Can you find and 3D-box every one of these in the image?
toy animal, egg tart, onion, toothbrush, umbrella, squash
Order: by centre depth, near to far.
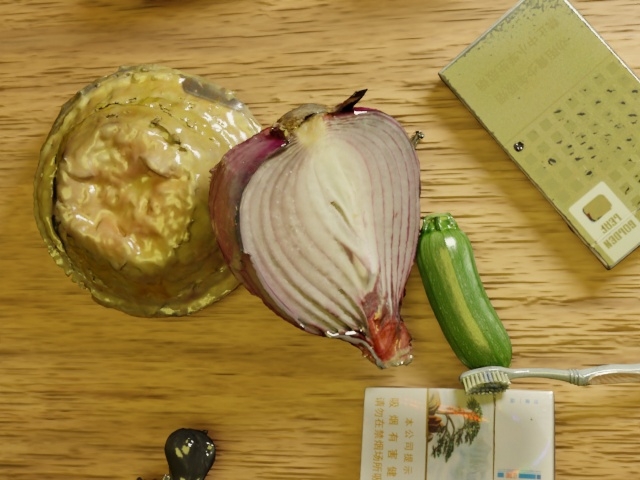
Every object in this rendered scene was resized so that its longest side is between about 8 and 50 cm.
[{"bbox_3d":[0.354,0.160,1.198,0.375,0.037,0.028,-4,120,0],"label":"toothbrush"},{"bbox_3d":[0.000,0.000,1.236,0.267,0.159,0.349,-25,111,-21],"label":"onion"},{"bbox_3d":[0.175,0.069,1.244,0.077,0.068,0.219,-21,85,18],"label":"squash"},{"bbox_3d":[-0.180,0.423,1.279,0.168,0.106,0.343,-24,72,31],"label":"toy animal"},{"bbox_3d":[0.108,-0.106,1.289,0.031,0.020,0.083,33,97,50],"label":"umbrella"},{"bbox_3d":[-0.228,-0.066,1.297,0.352,0.150,0.352,1,93,13],"label":"egg tart"}]

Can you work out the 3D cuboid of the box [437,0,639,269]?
[{"bbox_3d":[0.316,-0.143,1.229,0.180,0.047,0.325,-41,82,8],"label":"box"}]

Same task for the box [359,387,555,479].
[{"bbox_3d":[0.168,0.260,1.221,0.233,0.067,0.150,-1,69,12],"label":"box"}]
